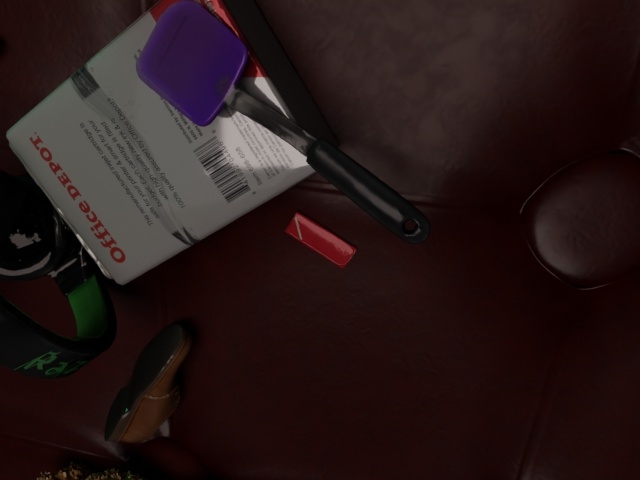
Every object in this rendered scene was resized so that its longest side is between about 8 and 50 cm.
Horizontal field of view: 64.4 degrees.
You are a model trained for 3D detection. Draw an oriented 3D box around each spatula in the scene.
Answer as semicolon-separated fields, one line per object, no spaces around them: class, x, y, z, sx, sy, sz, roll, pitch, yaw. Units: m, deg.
spatula;-0.026;-0.091;0.433;0.296;0.030;0.084;35;110;-4

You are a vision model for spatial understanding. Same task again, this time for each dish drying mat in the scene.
dish drying mat;0.000;0.000;0.597;0.083;0.008;0.032;33;114;-1

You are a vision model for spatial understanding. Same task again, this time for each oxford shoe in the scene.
oxford shoe;-0.222;0.200;0.706;0.076;0.076;0.212;22;116;-29

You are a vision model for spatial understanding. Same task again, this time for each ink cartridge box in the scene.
ink cartridge box;-0.150;-0.105;0.533;0.272;0.114;0.197;-28;103;20

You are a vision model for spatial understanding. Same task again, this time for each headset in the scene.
headset;-0.344;-0.043;0.559;0.185;0.243;0.394;-37;81;-2

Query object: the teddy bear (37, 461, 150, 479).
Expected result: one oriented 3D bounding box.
teddy bear;-0.296;0.445;0.785;0.337;0.113;0.245;16;116;7
